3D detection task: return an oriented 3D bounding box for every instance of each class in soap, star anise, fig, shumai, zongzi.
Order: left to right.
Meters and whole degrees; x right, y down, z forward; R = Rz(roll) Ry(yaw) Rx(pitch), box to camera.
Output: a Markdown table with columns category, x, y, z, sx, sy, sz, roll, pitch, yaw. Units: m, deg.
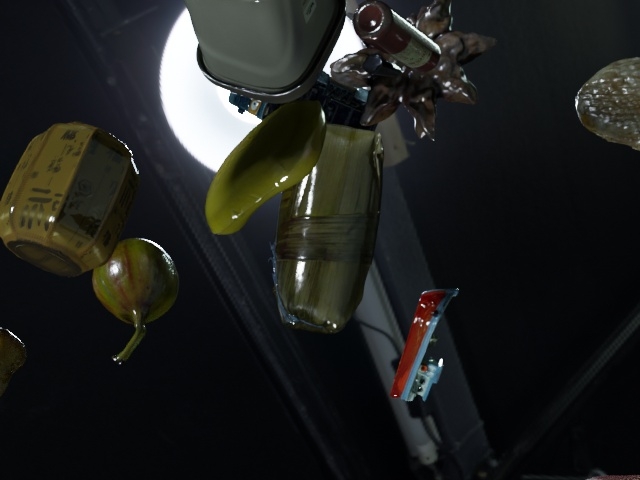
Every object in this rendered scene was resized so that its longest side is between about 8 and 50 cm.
| category | x | y | z | sx | sy | sz | roll | pitch | yaw |
| --- | --- | --- | --- | --- | --- | --- | --- | --- | --- |
| fig | -0.316 | 0.084 | 1.303 | 0.148 | 0.186 | 0.142 | -26 | -56 | -1 |
| soap | -0.048 | -0.059 | 0.614 | 0.045 | 0.140 | 0.088 | 37 | -136 | -20 |
| zongzi | 0.000 | 0.000 | 0.880 | 0.112 | 0.242 | 0.220 | 12 | -101 | -3 |
| star anise | 0.172 | -0.345 | 1.447 | 0.108 | 0.316 | 0.315 | 29 | -118 | -81 |
| shumai | 0.513 | -0.199 | 1.211 | 0.153 | 0.210 | 0.161 | 42 | -132 | -67 |

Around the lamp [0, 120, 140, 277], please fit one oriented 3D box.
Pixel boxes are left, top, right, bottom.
| category | x | y | z | sx | sy | sz | roll | pitch | yaw |
| --- | --- | --- | --- | --- | --- | --- | --- | --- | --- |
| lamp | -0.335 | -0.056 | 1.030 | 0.161 | 0.161 | 0.185 | 35 | -119 | -33 |

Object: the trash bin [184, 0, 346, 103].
| category | x | y | z | sx | sy | sz | roll | pitch | yaw |
| --- | --- | --- | --- | --- | --- | --- | --- | --- | --- |
| trash bin | -0.091 | -0.359 | 1.121 | 0.250 | 0.219 | 0.219 | 68 | -136 | -71 |

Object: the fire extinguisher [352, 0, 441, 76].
| category | x | y | z | sx | sy | sz | roll | pitch | yaw |
| --- | --- | --- | --- | --- | --- | --- | --- | --- | --- |
| fire extinguisher | 0.061 | -0.146 | 0.594 | 0.173 | 0.035 | 0.048 | -7 | -58 | -67 |

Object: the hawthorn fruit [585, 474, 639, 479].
| category | x | y | z | sx | sy | sz | roll | pitch | yaw |
| --- | --- | --- | --- | --- | --- | --- | --- | --- | --- |
| hawthorn fruit | 0.197 | 0.232 | 0.432 | 0.201 | 0.179 | 0.179 | 23 | -112 | 4 |

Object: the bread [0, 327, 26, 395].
| category | x | y | z | sx | sy | sz | roll | pitch | yaw |
| --- | --- | --- | --- | --- | --- | --- | --- | --- | --- |
| bread | -0.600 | 0.217 | 1.235 | 0.160 | 0.088 | 0.233 | 52 | -132 | -16 |

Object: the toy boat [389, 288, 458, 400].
| category | x | y | z | sx | sy | sz | roll | pitch | yaw |
| --- | --- | --- | --- | --- | --- | --- | --- | --- | --- |
| toy boat | 0.147 | 0.144 | 1.056 | 0.069 | 0.059 | 0.172 | -11 | -61 | -79 |

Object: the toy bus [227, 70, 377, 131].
| category | x | y | z | sx | sy | sz | roll | pitch | yaw |
| --- | --- | --- | --- | --- | --- | --- | --- | --- | --- |
| toy bus | -0.031 | -0.314 | 1.728 | 0.324 | 0.194 | 0.161 | 14 | -75 | -44 |
